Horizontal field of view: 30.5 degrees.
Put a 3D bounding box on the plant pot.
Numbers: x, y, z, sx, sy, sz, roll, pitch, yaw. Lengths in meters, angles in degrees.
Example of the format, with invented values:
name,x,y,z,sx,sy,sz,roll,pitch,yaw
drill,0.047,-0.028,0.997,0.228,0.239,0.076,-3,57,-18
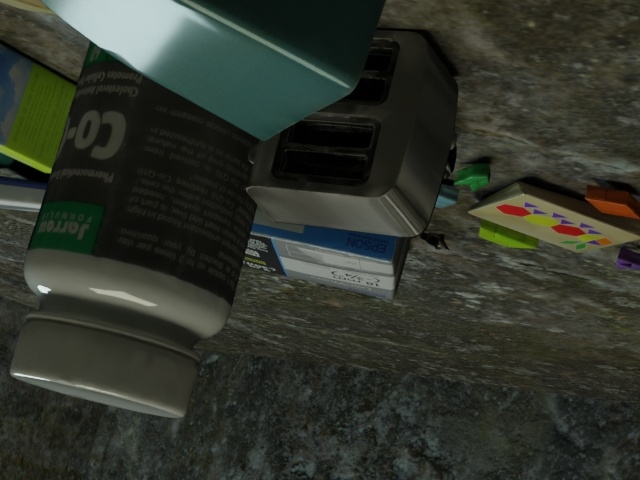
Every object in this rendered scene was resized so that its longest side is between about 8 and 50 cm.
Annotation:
name,x,y,z,sx,sy,sz,roll,pitch,yaw
plant pot,-0.086,-0.203,0.786,0.234,0.166,0.165,24,164,-20

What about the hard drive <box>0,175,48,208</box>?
name,x,y,z,sx,sy,sz,roll,pitch,yaw
hard drive,-0.464,-0.069,1.764,0.210,0.040,0.318,4,179,34

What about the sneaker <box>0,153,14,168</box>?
name,x,y,z,sx,sy,sz,roll,pitch,yaw
sneaker,-0.535,-0.137,1.549,0.108,0.121,0.302,0,162,42

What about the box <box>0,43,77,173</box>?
name,x,y,z,sx,sy,sz,roll,pitch,yaw
box,-0.353,-0.156,1.324,0.042,0.109,0.178,4,164,40

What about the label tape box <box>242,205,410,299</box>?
name,x,y,z,sx,sy,sz,roll,pitch,yaw
label tape box,0.000,0.000,1.631,0.240,0.106,0.334,12,166,7

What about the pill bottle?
name,x,y,z,sx,sy,sz,roll,pitch,yaw
pill bottle,-0.168,-0.023,1.146,0.204,0.361,0.204,12,166,3

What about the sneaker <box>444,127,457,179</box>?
name,x,y,z,sx,sy,sz,roll,pitch,yaw
sneaker,0.073,-0.088,1.255,0.132,0.086,0.228,10,173,-20

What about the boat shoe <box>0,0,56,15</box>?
name,x,y,z,sx,sy,sz,roll,pitch,yaw
boat shoe,-0.242,-0.255,0.828,0.098,0.109,0.302,1,156,46

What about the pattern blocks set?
name,x,y,z,sx,sy,sz,roll,pitch,yaw
pattern blocks set,0.286,-0.027,1.411,0.324,0.026,0.285,20,165,-27

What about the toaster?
name,x,y,z,sx,sy,sz,roll,pitch,yaw
toaster,0.035,-0.095,1.072,0.185,0.168,0.110,8,165,25
